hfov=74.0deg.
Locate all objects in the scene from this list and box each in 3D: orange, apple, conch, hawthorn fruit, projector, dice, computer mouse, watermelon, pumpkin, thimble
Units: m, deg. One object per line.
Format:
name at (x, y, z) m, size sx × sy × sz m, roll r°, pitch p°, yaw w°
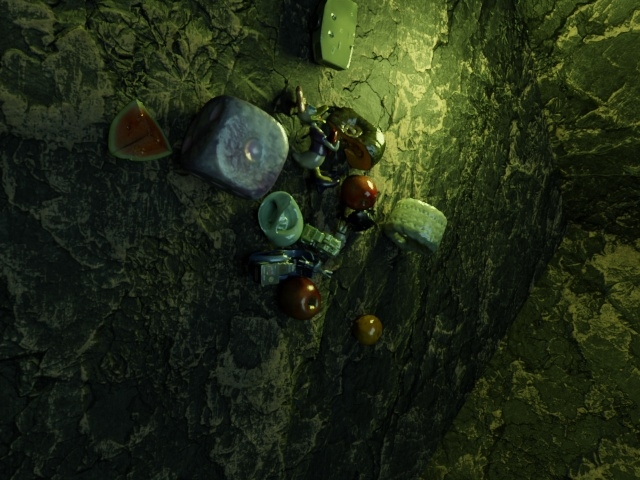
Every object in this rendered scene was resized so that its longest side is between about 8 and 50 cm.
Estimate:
orange at (0.237, 0.449, 2.143) m, size 0.154 × 0.134 × 0.155 m, roll -40°, pitch 143°, yaw -39°
apple at (-0.084, 0.245, 1.808) m, size 0.180 × 0.168 × 0.181 m, roll -4°, pitch 96°, yaw -38°
conch at (-0.163, -0.085, 1.700) m, size 0.184 × 0.120 × 0.222 m, roll -9°, pitch 98°, yaw -34°
hawthorn fruit at (0.178, -0.213, 1.917) m, size 0.172 × 0.172 × 0.173 m, roll -10°, pitch 105°, yaw -37°
projector at (0.046, -0.849, 1.725) m, size 0.193 × 0.088 × 0.270 m, roll 5°, pitch 95°, yaw -39°
dice at (-0.294, -0.309, 1.447) m, size 0.270 × 0.271 × 0.271 m, roll 28°, pitch 82°, yaw -39°
computer mouse at (0.191, -0.081, 1.958) m, size 0.241 × 0.146 × 0.078 m, roll 26°, pitch 50°, yaw -69°
watermelon at (-0.562, -0.326, 1.349) m, size 0.145 × 0.136 × 0.193 m, roll 43°, pitch 69°, yaw -74°
pumpkin at (0.159, -0.446, 1.910) m, size 0.280 × 0.190 × 0.139 m, roll 40°, pitch 69°, yaw 8°
thimble at (0.474, -0.065, 2.133) m, size 0.291 × 0.291 × 0.195 m, roll 36°, pitch 76°, yaw -38°

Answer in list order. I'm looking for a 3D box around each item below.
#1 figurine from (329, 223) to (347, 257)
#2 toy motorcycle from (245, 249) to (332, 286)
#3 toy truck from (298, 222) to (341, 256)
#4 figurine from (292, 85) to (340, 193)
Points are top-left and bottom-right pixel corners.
figurine at (0.076, 0.000, 1.958) m, size 0.146 × 0.081 × 0.098 m, roll -56°, pitch 171°, yaw -21°
toy motorcycle at (-0.126, 0.107, 1.711) m, size 0.358 × 0.212 × 0.125 m, roll -6°, pitch 103°, yaw -38°
toy truck at (0.000, 0.000, 1.821) m, size 0.191 × 0.116 × 0.085 m, roll 29°, pitch 81°, yaw -11°
figurine at (-0.025, -0.407, 1.734) m, size 0.193 × 0.154 × 0.422 m, roll -5°, pitch 115°, yaw -3°
